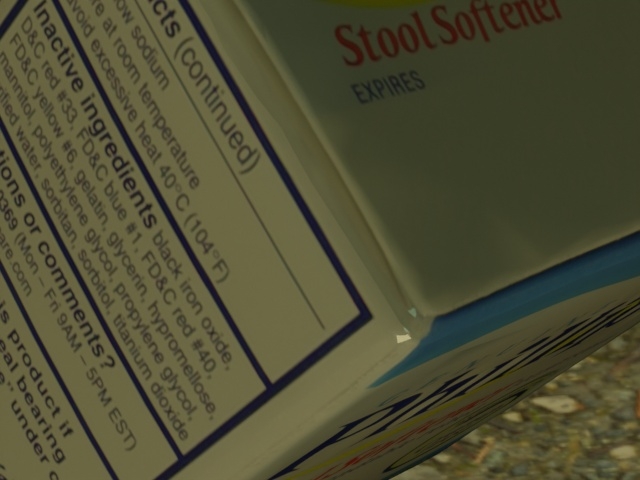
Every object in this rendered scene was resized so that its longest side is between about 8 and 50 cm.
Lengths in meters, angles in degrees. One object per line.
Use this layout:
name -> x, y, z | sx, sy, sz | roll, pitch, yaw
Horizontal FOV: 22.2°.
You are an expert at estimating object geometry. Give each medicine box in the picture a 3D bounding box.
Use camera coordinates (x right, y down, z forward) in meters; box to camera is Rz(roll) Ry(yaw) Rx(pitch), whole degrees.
medicine box -> 0.000, 0.000, 0.558 | 0.263, 0.149, 0.289 | -19, 164, -43
